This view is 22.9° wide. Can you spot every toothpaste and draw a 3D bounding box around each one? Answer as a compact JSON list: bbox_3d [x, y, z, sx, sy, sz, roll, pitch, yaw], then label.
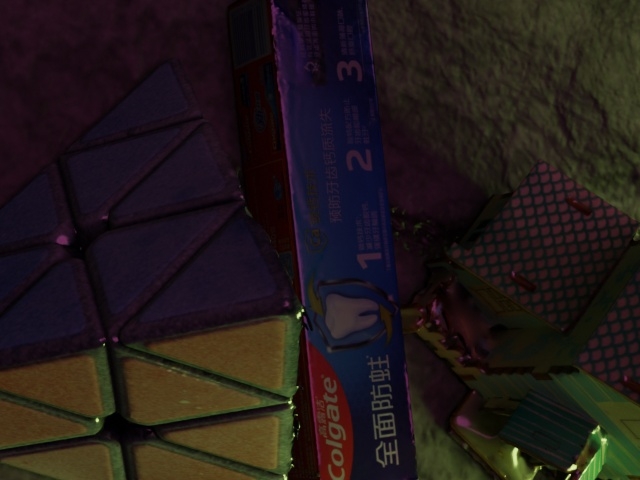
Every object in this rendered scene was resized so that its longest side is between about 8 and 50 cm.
[{"bbox_3d":[0.001,0.000,1.012,0.076,0.066,0.320,-3,86,-30],"label":"toothpaste"}]

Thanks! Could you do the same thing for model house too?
[{"bbox_3d":[0.202,0.086,1.032,0.271,0.206,0.178,49,64,-16],"label":"model house"}]

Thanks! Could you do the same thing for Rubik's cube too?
[{"bbox_3d":[-0.103,0.049,0.902,0.233,0.228,0.228,36,108,16],"label":"Rubik's cube"}]
